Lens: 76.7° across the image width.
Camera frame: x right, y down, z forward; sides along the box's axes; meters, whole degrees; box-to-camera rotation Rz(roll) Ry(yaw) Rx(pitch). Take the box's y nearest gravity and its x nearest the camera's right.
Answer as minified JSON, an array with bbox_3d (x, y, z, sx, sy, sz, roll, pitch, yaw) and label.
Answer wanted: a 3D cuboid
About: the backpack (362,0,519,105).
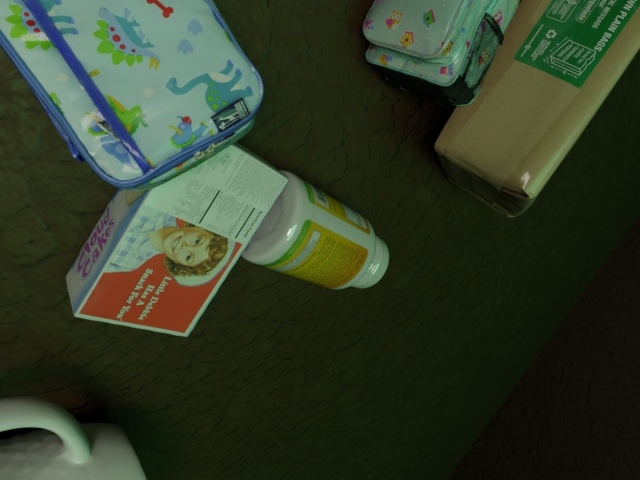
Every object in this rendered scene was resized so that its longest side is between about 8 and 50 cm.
[{"bbox_3d":[0.160,-0.300,0.533,0.144,0.166,0.188,20,103,-53],"label":"backpack"}]

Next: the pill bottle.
[{"bbox_3d":[0.000,0.000,0.633,0.246,0.136,0.136,25,101,-45],"label":"pill bottle"}]

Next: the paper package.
[{"bbox_3d":[0.349,-0.220,0.657,0.324,0.168,0.309,-59,161,11],"label":"paper package"}]

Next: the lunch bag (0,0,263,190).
[{"bbox_3d":[-0.170,-0.163,0.363,0.176,0.090,0.219,-33,100,-12],"label":"lunch bag"}]

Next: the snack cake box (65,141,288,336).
[{"bbox_3d":[-0.181,-0.016,0.519,0.152,0.089,0.264,27,100,-46],"label":"snack cake box"}]

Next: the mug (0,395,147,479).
[{"bbox_3d":[-0.390,0.349,0.480,0.328,0.276,0.373,-18,124,-40],"label":"mug"}]
